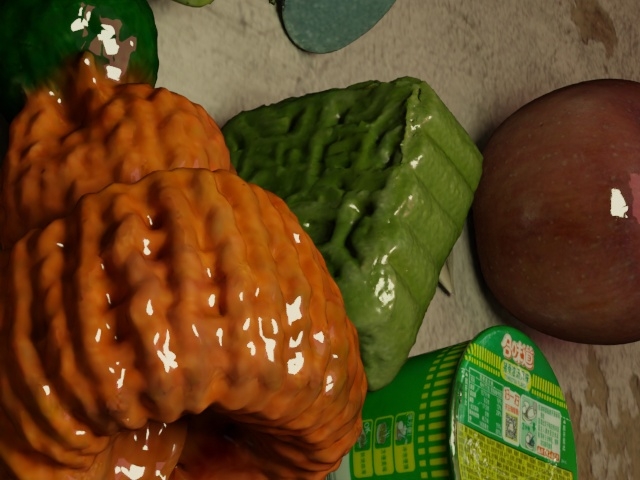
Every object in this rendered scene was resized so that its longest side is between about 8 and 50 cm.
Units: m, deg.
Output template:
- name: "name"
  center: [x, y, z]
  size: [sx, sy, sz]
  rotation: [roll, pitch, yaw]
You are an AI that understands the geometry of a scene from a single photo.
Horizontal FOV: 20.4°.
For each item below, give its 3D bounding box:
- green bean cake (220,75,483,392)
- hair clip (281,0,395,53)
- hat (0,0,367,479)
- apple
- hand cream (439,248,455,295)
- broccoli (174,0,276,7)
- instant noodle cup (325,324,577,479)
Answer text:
- name: "green bean cake"
  center: [0.000, 0.000, 1.414]
  size: [0.125, 0.222, 0.248]
  rotation: [45, 48, -44]
- name: "hair clip"
  center: [0.079, -0.416, 1.641]
  size: [0.318, 0.392, 0.238]
  rotation: [57, 12, -28]
- name: "hat"
  center: [-0.155, 0.009, 1.218]
  size: [0.285, 0.285, 0.400]
  rotation: [20, 32, -54]
- name: "apple"
  center: [0.286, -0.031, 1.870]
  size: [0.306, 0.235, 0.306]
  rotation: [24, 60, -49]
- name: "hand cream"
  center: [0.085, -0.025, 1.732]
  size: [0.234, 0.050, 0.080]
  rotation: [43, 42, -52]
- name: "broccoli"
  center: [-0.079, -0.322, 1.362]
  size: [0.321, 0.304, 0.283]
  rotation: [-18, 132, -37]
- name: "instant noodle cup"
  center: [0.058, 0.185, 1.432]
  size: [0.207, 0.232, 0.207]
  rotation: [24, 61, -53]
